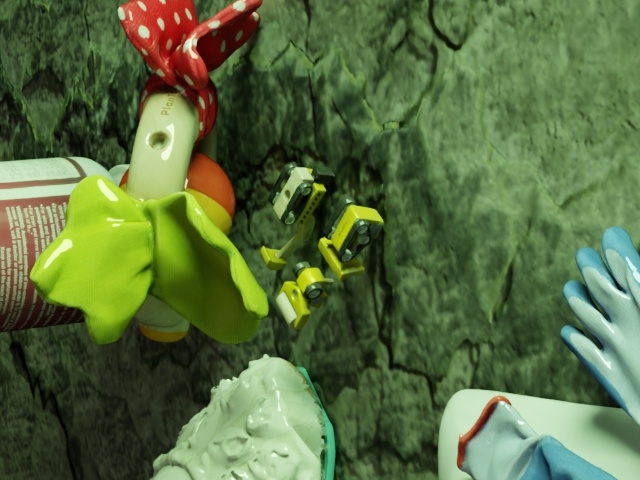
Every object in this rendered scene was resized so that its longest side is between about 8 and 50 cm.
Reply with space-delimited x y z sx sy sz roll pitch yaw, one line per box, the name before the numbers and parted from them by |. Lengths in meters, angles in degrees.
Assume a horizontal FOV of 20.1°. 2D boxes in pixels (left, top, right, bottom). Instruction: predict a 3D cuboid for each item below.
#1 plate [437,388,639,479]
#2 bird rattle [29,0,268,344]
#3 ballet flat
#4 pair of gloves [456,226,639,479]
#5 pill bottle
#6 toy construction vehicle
plate | 0.138 0.220 0.895 0.278 0.045 0.277 -1 95 60
bird rattle | -0.105 -0.043 1.173 0.207 0.143 0.253 93 177 -64
ballet flat | -0.098 0.264 1.225 0.147 0.147 0.409 51 136 44
pair of gloves | 0.129 0.087 0.847 0.198 0.023 0.159 -62 31 20
pill bottle | -0.210 0.003 1.283 0.121 0.221 0.121 15 107 58
toy construction vehicle | 0.000 0.000 1.113 0.086 0.035 0.098 56 132 38
